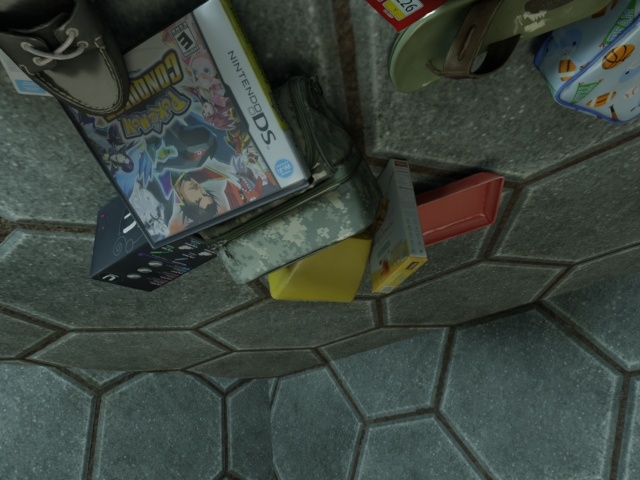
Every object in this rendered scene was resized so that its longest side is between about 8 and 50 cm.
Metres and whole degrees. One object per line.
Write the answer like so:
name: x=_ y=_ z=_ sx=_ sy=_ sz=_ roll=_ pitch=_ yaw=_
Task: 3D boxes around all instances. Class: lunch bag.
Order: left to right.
lunch bag: x=-0.082 y=-0.101 z=0.689 sx=0.305 sy=0.212 sz=0.256 roll=-23 pitch=105 yaw=24
lunch bag: x=0.483 y=-0.307 z=0.569 sx=0.243 sy=0.115 sz=0.303 roll=3 pitch=149 yaw=-25

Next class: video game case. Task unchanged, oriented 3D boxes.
video game case: x=-0.183 y=-0.139 z=0.544 sx=0.275 sy=0.035 sz=0.248 roll=-20 pitch=109 yaw=18

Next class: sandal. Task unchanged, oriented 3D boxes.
sandal: x=0.225 y=-0.278 z=0.545 sx=0.303 sy=0.086 sz=0.120 roll=-11 pitch=155 yaw=39

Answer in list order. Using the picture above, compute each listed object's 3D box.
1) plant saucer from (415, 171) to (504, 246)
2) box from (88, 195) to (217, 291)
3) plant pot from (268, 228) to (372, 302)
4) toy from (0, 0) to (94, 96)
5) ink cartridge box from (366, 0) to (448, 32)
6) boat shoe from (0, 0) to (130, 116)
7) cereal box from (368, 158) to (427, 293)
plant saucer: x=0.312 y=-0.069 z=1.007 sx=0.258 sy=0.047 sz=0.259 roll=-19 pitch=153 yaw=10
box: x=-0.328 y=-0.022 z=0.819 sx=0.270 sy=0.165 sz=0.143 roll=-26 pitch=148 yaw=29
plant pot: x=0.000 y=0.000 z=0.934 sx=0.212 sy=0.212 sz=0.187 roll=7 pitch=135 yaw=-26
toy: x=-0.350 y=-0.252 z=0.499 sx=0.137 sy=0.056 sz=0.237 roll=1 pitch=151 yaw=-15
ink cartridge box: x=0.076 y=-0.347 z=0.277 sx=0.309 sy=0.130 sz=0.272 roll=14 pitch=159 yaw=-43
boat shoe: x=-0.298 y=-0.252 z=0.372 sx=0.112 sy=0.095 sz=0.335 roll=-25 pitch=136 yaw=-5
cereal box: x=0.149 y=-0.029 z=0.858 sx=0.047 sy=0.240 sz=0.173 roll=5 pitch=149 yaw=-16
